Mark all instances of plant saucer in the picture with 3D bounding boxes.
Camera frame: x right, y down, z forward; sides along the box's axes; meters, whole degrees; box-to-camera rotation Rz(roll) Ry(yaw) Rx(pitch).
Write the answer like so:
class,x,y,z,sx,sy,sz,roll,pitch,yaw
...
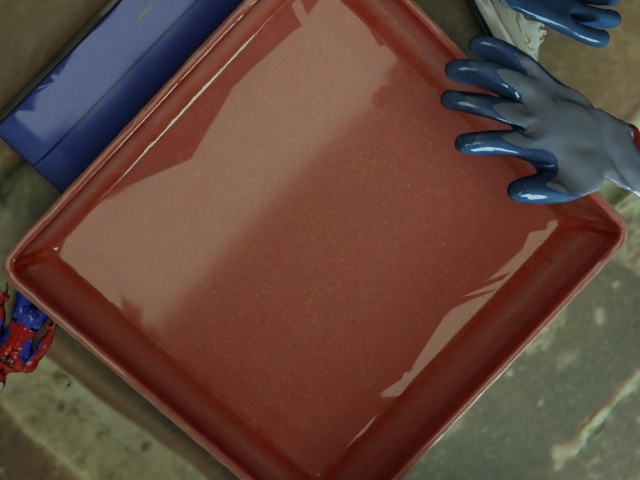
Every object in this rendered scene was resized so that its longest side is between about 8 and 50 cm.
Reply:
class,x,y,z,sx,sy,sz,roll,pitch,yaw
plant saucer,0.000,0.000,0.917,0.259,0.048,0.258,43,91,-18

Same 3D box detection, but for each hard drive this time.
class,x,y,z,sx,sy,sz,roll,pitch,yaw
hard drive,-0.002,-0.033,0.955,0.210,0.040,0.318,-46,109,1

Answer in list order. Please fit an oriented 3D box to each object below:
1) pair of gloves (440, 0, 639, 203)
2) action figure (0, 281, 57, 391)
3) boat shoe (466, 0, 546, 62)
class,x,y,z,sx,sy,sz,roll,pitch,yaw
pair of gloves,0.122,-0.108,0.915,0.159,0.023,0.198,11,64,-41
action figure,-0.166,0.040,0.935,0.038,0.030,0.115,27,108,-3
boat shoe,0.117,-0.124,0.966,0.035,0.035,0.100,-31,102,-2
